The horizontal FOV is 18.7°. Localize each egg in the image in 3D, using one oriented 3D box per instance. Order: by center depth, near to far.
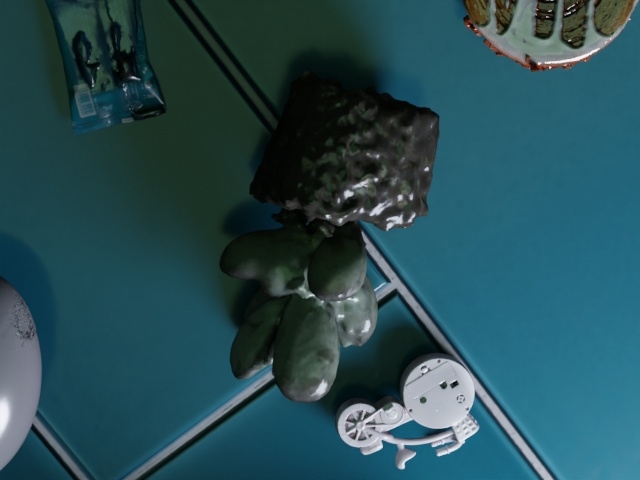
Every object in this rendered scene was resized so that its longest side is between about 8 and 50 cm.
[{"bbox_3d":[-0.311,0.120,1.652,0.146,0.146,0.199,13,95,-5],"label":"egg"}]

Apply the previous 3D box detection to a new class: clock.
[{"bbox_3d":[0.079,0.156,1.731,0.129,0.041,0.087,-23,100,-2],"label":"clock"}]

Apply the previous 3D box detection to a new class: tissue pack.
[{"bbox_3d":[-0.184,-0.164,1.653,0.085,0.028,0.138,-12,100,1],"label":"tissue pack"}]

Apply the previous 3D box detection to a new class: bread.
[{"bbox_3d":[0.192,-0.221,1.630,0.160,0.073,0.161,-1,103,-3],"label":"bread"}]

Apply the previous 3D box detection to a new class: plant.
[{"bbox_3d":[0.001,-0.001,1.636,0.149,0.146,0.275,17,102,-9],"label":"plant"}]
